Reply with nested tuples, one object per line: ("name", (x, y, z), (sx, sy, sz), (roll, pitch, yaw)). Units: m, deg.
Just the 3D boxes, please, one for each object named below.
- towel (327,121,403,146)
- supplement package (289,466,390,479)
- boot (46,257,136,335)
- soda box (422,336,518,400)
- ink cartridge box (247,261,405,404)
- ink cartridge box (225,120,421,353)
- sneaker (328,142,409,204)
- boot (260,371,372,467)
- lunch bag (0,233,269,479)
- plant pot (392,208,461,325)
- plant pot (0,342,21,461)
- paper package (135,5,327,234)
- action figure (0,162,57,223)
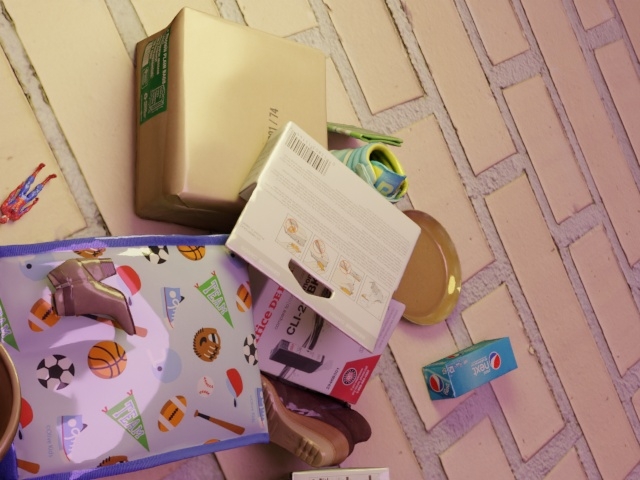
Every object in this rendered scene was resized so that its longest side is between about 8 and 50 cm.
("towel", (0.067, -0.199, 1.796), (0.113, 0.152, 0.023), (1, 105, -39))
("supplement package", (0.028, 0.458, 1.479), (0.145, 0.262, 0.203), (-3, 77, -4))
("boot", (-0.292, 0.078, 1.204), (0.087, 0.042, 0.118), (-20, 88, -25))
("soda box", (0.303, 0.256, 1.915), (0.210, 0.067, 0.071), (-15, 88, -41))
("ink cartridge box", (-0.025, 0.133, 1.593), (0.273, 0.114, 0.197), (25, 92, -31))
("ink cartridge box", (0.000, 0.000, 1.493), (0.296, 0.066, 0.261), (38, 55, -19))
("sneaker", (0.056, -0.036, 1.696), (0.127, 0.208, 0.318), (21, 67, -35))
("boot", (-0.042, 0.282, 1.607), (0.248, 0.090, 0.207), (39, 16, 16))
("lunch bag", (-0.293, 0.160, 1.333), (0.386, 0.239, 0.327), (-2, 80, -48))
("plant pot", (0.190, 0.055, 1.901), (0.236, 0.032, 0.236), (12, 71, -37))
("plant pot", (-0.474, 0.211, 1.126), (0.238, 0.109, 0.237), (5, 60, -8))
("paper package", (-0.147, -0.181, 1.593), (0.310, 0.168, 0.324), (10, 72, -38))
("action figure", (-0.438, -0.066, 1.410), (0.038, 0.030, 0.115), (49, 54, -25))
